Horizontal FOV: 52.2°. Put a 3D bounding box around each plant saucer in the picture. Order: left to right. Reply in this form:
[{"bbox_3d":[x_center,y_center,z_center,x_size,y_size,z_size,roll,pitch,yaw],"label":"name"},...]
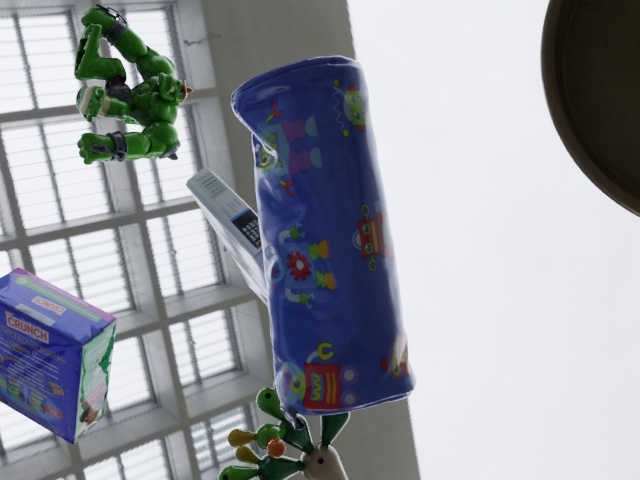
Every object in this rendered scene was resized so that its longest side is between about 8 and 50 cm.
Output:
[{"bbox_3d":[0.303,-0.138,0.489,0.277,0.041,0.278,0,-89,5],"label":"plant saucer"}]

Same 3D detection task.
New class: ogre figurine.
[{"bbox_3d":[-0.217,-0.168,0.746,0.118,0.197,0.097,14,-50,-42],"label":"ogre figurine"}]

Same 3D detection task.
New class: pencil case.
[{"bbox_3d":[0.000,0.000,0.574,0.119,0.133,0.306,-13,-85,-52],"label":"pencil case"}]

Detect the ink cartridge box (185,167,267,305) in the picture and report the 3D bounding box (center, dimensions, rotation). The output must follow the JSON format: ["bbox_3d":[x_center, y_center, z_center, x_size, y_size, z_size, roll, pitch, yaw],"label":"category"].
[{"bbox_3d":[-0.076,0.030,0.839,0.045,0.206,0.208,-36,-48,-12],"label":"ink cartridge box"}]

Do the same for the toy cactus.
[{"bbox_3d":[-0.013,0.245,0.795,0.219,0.112,0.181,-44,-65,-27],"label":"toy cactus"}]

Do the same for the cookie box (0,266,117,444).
[{"bbox_3d":[-0.205,0.087,0.490,0.040,0.091,0.107,-50,-18,-55],"label":"cookie box"}]
